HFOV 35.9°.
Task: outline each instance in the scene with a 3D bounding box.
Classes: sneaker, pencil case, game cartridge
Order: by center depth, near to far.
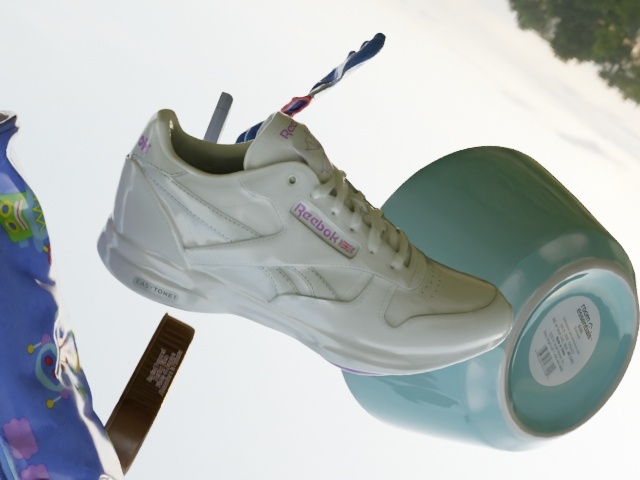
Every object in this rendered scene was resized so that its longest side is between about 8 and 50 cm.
[{"bbox_3d":[-0.208,0.071,0.624,0.119,0.306,0.133,-15,-169,-3],"label":"pencil case"},{"bbox_3d":[0.000,0.000,0.694,0.305,0.152,0.114,16,-158,-5],"label":"sneaker"},{"bbox_3d":[-0.103,-0.099,0.941,0.017,0.083,0.056,21,176,-2],"label":"game cartridge"}]

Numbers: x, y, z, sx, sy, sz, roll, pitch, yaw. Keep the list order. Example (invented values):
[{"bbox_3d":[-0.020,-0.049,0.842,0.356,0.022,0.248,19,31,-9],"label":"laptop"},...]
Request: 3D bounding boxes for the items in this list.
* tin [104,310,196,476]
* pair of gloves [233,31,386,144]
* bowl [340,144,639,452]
[{"bbox_3d":[-0.151,0.138,0.820,0.040,0.106,0.190,30,-146,-8],"label":"tin"},{"bbox_3d":[-0.017,-0.153,1.049,0.023,0.198,0.159,54,-129,-7],"label":"pair of gloves"},{"bbox_3d":[0.186,0.079,0.952,0.311,0.312,0.163,12,-168,-37],"label":"bowl"}]
